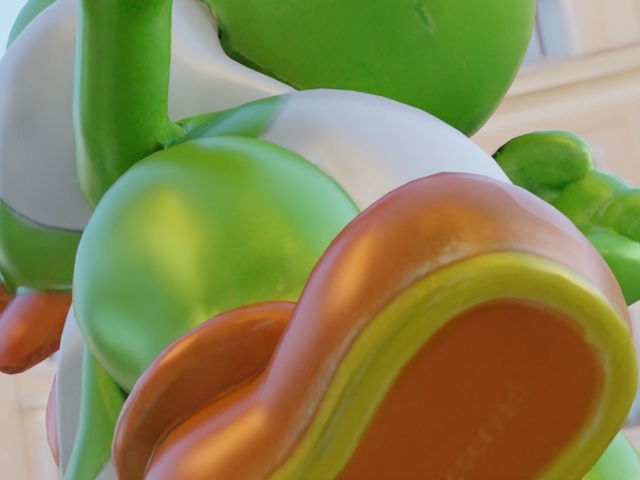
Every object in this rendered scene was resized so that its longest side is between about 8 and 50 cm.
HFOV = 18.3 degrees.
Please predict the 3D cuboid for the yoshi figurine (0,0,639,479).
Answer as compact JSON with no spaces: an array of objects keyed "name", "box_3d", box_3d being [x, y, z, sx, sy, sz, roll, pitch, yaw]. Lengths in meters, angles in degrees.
[{"name":"yoshi figurine","box_3d":[0.013,-0.024,0.510,0.203,0.204,0.362,-6,24,-18]}]
